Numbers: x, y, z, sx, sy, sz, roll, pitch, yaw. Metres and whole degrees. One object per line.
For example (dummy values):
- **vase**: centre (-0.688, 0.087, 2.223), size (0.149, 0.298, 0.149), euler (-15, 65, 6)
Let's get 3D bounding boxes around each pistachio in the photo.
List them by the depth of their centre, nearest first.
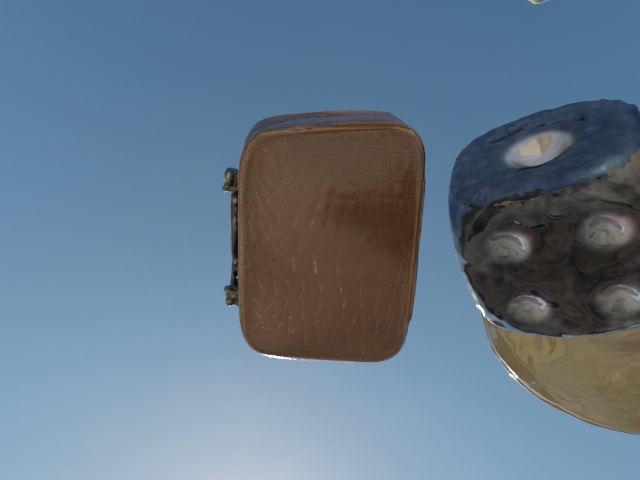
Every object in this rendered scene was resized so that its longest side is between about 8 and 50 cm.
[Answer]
- **pistachio**: centre (0.480, 0.112, 0.787), size (0.446, 0.281, 0.364), euler (9, -105, 33)

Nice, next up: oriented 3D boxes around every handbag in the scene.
- **handbag**: centre (0.000, 0.000, 0.391), size (0.152, 0.072, 0.193), euler (-1, -67, -4)

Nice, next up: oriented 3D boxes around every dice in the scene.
- **dice**: centre (0.243, -0.021, 0.509), size (0.183, 0.181, 0.183), euler (-10, -57, 31)

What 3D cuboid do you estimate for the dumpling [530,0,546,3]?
- **dumpling**: centre (0.171, -0.238, 0.277), size (0.252, 0.131, 0.179), euler (-17, -72, -6)
